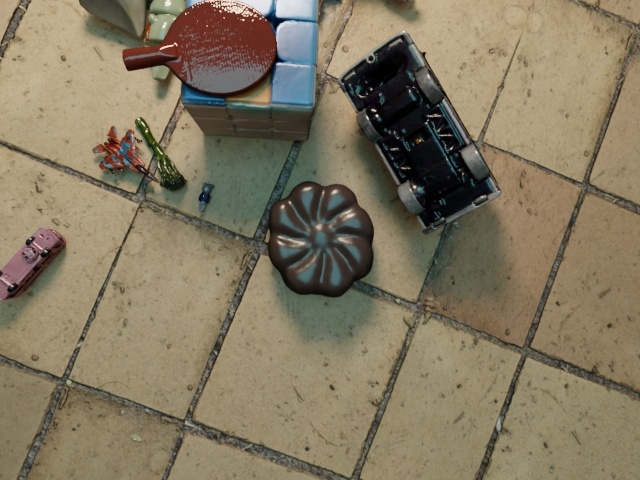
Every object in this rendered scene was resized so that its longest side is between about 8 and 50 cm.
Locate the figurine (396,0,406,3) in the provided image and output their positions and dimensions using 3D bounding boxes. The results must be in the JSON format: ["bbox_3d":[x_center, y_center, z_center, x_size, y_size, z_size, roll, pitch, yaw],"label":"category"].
[{"bbox_3d":[0.138,-0.747,1.242,0.133,0.193,0.274,-44,133,15],"label":"figurine"}]

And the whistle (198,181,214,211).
[{"bbox_3d":[-0.304,-0.115,1.236,0.033,0.029,0.083,17,79,-20],"label":"whistle"}]

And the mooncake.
[{"bbox_3d":[0.000,0.000,1.196,0.306,0.154,0.305,0,86,-2],"label":"mooncake"}]

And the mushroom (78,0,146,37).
[{"bbox_3d":[-0.456,-0.706,1.090,0.177,0.397,0.126,29,41,-2],"label":"mushroom"}]

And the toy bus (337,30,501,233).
[{"bbox_3d":[0.255,-0.267,1.174,0.209,0.249,0.439,-31,90,24],"label":"toy bus"}]

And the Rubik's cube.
[{"bbox_3d":[-0.159,-0.419,1.127,0.291,0.291,0.291,1,88,-5],"label":"Rubik's cube"}]

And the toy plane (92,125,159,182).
[{"bbox_3d":[-0.490,-0.207,1.208,0.189,0.061,0.130,39,85,-7],"label":"toy plane"}]

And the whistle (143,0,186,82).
[{"bbox_3d":[-0.396,-0.537,1.204,0.102,0.106,0.253,7,92,-29],"label":"whistle"}]

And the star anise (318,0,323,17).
[{"bbox_3d":[-0.032,-0.694,1.242,0.208,0.063,0.171,13,90,-33],"label":"star anise"}]

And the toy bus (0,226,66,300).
[{"bbox_3d":[-0.728,0.057,1.162,0.063,0.090,0.203,41,86,-3],"label":"toy bus"}]

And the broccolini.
[{"bbox_3d":[-0.431,-0.223,1.227,0.067,0.058,0.216,-30,81,-46],"label":"broccolini"}]

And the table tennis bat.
[{"bbox_3d":[-0.243,-0.390,0.956,0.311,0.038,0.200,-10,89,-5],"label":"table tennis bat"}]
